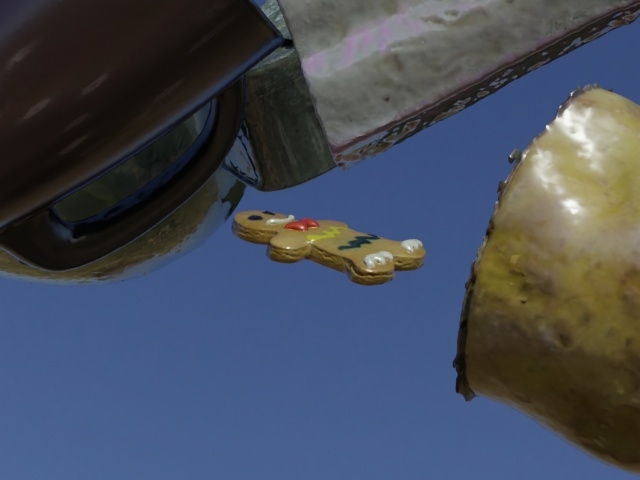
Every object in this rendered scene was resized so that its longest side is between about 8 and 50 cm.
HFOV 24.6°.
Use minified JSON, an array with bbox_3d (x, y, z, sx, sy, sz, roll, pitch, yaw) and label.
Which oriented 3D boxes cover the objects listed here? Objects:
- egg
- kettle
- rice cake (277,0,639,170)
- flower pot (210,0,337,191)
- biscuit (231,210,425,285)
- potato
[{"bbox_3d":[-0.261,-0.121,1.508,0.428,0.345,0.345,-9,-20,-42],"label":"egg"},{"bbox_3d":[-0.145,-0.096,0.924,0.232,0.144,0.202,-38,-48,5],"label":"kettle"},{"bbox_3d":[0.118,-0.145,0.719,0.298,0.106,0.050,-25,-9,11],"label":"rice cake"},{"bbox_3d":[0.008,-0.145,1.132,0.103,0.229,0.108,20,-41,41],"label":"flower pot"},{"bbox_3d":[0.000,-0.002,1.767,0.240,0.158,0.035,16,-72,23],"label":"biscuit"},{"bbox_3d":[0.286,0.048,1.207,0.237,0.301,0.288,20,-51,33],"label":"potato"}]
